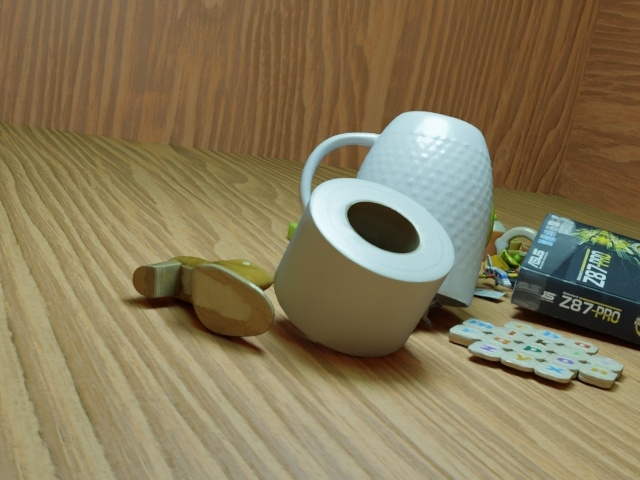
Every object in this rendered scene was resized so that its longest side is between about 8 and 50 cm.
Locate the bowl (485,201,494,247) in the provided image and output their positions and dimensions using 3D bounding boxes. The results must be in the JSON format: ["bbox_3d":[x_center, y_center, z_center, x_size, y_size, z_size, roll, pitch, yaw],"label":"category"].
[{"bbox_3d":[0.280,-0.024,2.039,0.289,0.289,0.156,22,-7,46],"label":"bowl"}]

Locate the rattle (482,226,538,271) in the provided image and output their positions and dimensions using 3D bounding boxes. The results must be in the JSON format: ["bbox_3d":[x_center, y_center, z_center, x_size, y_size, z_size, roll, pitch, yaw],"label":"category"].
[{"bbox_3d":[0.509,0.019,2.209,0.200,0.130,0.143,-12,-16,33],"label":"rattle"}]

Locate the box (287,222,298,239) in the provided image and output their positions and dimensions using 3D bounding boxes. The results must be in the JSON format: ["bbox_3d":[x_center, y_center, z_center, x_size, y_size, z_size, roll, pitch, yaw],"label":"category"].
[{"bbox_3d":[0.000,0.000,2.150,0.109,0.042,0.178,6,12,-21],"label":"box"}]

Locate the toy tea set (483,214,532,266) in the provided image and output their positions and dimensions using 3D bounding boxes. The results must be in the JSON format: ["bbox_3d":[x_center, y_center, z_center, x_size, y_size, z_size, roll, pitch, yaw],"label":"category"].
[{"bbox_3d":[0.541,-0.003,2.465,0.200,0.124,0.336,17,13,30],"label":"toy tea set"}]

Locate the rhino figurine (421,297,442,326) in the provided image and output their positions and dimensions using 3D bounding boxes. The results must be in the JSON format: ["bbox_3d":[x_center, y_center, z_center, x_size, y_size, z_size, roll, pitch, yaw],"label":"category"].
[{"bbox_3d":[0.115,0.113,1.600,0.243,0.073,0.106,6,8,-29],"label":"rhino figurine"}]

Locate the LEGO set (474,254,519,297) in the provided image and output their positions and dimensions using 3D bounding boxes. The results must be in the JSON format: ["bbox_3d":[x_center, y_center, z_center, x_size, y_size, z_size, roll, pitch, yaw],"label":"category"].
[{"bbox_3d":[0.412,0.086,2.003,0.244,0.060,0.182,8,13,31],"label":"LEGO set"}]

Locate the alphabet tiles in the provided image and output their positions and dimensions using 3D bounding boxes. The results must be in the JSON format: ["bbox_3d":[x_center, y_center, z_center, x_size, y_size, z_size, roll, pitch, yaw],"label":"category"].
[{"bbox_3d":[0.372,0.193,1.572,0.284,0.021,0.278,15,12,24],"label":"alphabet tiles"}]

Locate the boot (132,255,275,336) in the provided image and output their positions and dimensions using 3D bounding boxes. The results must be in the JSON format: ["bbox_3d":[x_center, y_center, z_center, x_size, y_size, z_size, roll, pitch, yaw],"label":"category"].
[{"bbox_3d":[-0.136,0.075,1.474,0.295,0.104,0.211,13,11,35],"label":"boot"}]

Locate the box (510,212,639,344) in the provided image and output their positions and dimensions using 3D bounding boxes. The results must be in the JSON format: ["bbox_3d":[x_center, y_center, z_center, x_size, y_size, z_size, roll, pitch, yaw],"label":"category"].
[{"bbox_3d":[0.599,0.077,1.932,0.318,0.097,0.395,17,23,17],"label":"box"}]

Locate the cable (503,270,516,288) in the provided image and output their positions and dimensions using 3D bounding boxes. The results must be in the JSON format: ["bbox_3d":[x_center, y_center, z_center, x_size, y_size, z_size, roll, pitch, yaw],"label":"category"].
[{"bbox_3d":[0.543,0.126,2.072,0.287,0.072,0.139,2,24,24],"label":"cable"}]

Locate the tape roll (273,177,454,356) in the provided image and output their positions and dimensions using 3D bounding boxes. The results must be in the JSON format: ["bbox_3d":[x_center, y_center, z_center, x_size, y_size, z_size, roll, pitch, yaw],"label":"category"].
[{"bbox_3d":[0.067,0.040,1.436,0.246,0.169,0.246,17,36,-12],"label":"tape roll"}]

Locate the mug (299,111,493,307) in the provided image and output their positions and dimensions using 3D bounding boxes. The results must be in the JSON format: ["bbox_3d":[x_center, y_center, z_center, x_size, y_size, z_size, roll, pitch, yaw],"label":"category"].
[{"bbox_3d":[0.143,-0.077,1.735,0.374,0.327,0.276,15,-7,2],"label":"mug"}]
